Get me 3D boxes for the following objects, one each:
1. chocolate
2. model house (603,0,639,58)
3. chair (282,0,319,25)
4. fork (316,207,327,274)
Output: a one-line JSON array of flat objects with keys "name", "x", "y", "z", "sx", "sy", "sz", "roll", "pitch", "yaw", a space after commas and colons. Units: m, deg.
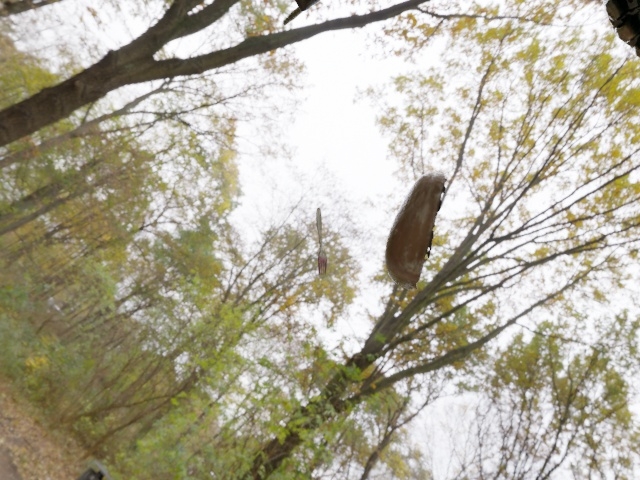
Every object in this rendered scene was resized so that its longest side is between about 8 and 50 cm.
[{"name": "chocolate", "x": 0.191, "y": -0.027, "z": 0.875, "sx": 0.083, "sy": 0.261, "sz": 0.161, "roll": 17, "pitch": -15, "yaw": 6}, {"name": "model house", "x": 0.524, "y": -0.359, "z": 0.539, "sx": 0.251, "sy": 0.329, "sz": 0.295, "roll": 3, "pitch": -49, "yaw": 26}, {"name": "chair", "x": -0.018, "y": -0.534, "z": 0.749, "sx": 0.188, "sy": 0.166, "sz": 0.272, "roll": 55, "pitch": -9, "yaw": -22}, {"name": "fork", "x": 0.000, "y": 0.000, "z": 0.681, "sx": 0.012, "sy": 0.016, "sz": 0.115, "roll": 148, "pitch": -57, "yaw": -63}]
